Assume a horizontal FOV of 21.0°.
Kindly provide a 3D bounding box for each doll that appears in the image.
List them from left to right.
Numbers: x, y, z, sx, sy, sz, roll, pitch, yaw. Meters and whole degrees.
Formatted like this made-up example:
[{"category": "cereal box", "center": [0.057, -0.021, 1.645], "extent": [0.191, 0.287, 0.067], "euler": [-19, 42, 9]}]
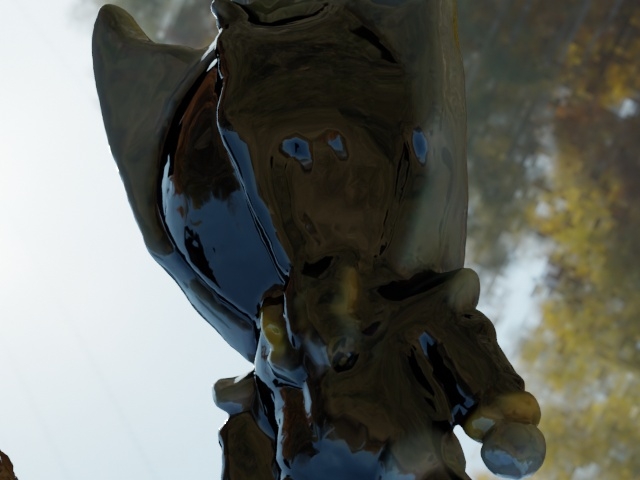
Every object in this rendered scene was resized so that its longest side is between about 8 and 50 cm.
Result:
[{"category": "doll", "center": [0.004, -0.002, 0.624], "extent": [0.103, 0.145, 0.316], "euler": [9, -126, -32]}]

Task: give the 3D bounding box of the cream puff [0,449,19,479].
[{"category": "cream puff", "center": [-0.406, 0.293, 1.521], "extent": [0.350, 0.350, 0.228], "euler": [19, 168, -15]}]
